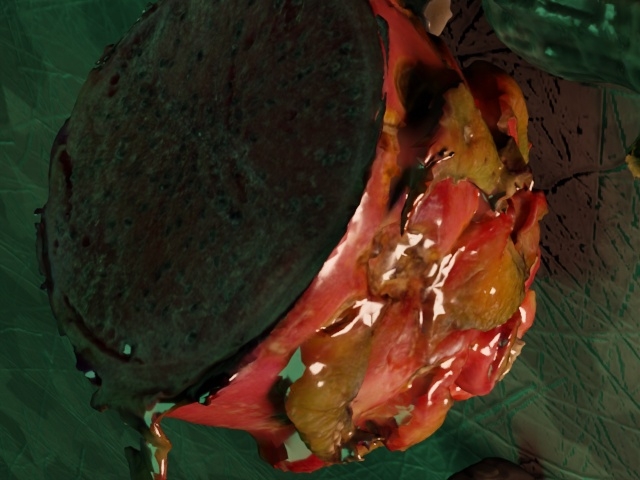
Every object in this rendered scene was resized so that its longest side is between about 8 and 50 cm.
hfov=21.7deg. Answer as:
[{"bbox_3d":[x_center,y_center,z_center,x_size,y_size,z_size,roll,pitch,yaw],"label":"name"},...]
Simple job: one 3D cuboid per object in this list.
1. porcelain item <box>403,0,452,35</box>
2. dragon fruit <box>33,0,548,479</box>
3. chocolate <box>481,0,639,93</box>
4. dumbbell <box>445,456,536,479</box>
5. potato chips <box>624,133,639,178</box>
[{"bbox_3d":[0.043,-0.152,1.038,0.083,0.028,0.036,30,127,37],"label":"porcelain item"},{"bbox_3d":[0.000,0.000,1.031,0.263,0.314,0.296,26,-167,-46],"label":"dragon fruit"},{"bbox_3d":[0.174,-0.112,0.817,0.248,0.110,0.110,25,140,39],"label":"chocolate"},{"bbox_3d":[0.161,0.254,1.186,0.325,0.143,0.143,28,142,37],"label":"dumbbell"},{"bbox_3d":[0.252,-0.014,0.779,0.220,0.029,0.202,19,172,0],"label":"potato chips"}]
